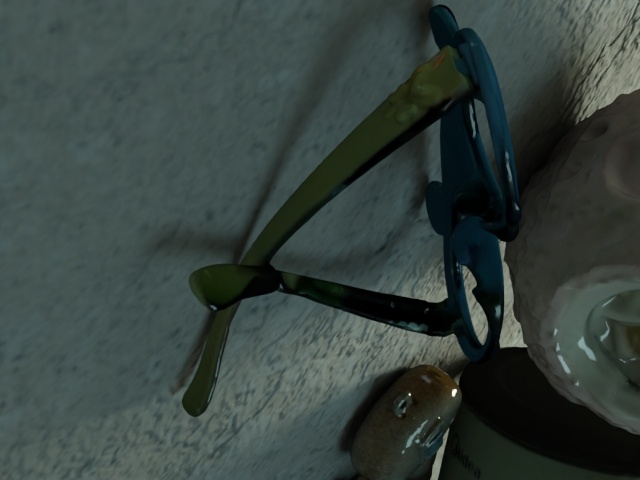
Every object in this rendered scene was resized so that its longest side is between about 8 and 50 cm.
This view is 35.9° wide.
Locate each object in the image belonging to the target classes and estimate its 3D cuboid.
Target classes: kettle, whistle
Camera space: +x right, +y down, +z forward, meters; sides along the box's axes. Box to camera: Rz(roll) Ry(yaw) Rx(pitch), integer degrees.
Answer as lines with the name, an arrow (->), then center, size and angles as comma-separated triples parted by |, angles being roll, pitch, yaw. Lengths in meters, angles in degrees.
kettle -> 0.225, 0.322, 0.854 | 0.250, 0.361, 0.376 | 1, 107, -20
whistle -> 0.076, 0.171, 0.832 | 0.107, 0.057, 0.220 | -46, 158, -17

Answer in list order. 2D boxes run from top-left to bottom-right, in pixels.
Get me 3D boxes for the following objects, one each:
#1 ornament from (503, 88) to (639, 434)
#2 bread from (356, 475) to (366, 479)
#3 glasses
ornament -> 0.263, 0.008, 0.688 | 0.225, 0.260, 0.259 | -51, 162, -41
bread -> 0.027, 0.254, 0.851 | 0.083, 0.070, 0.077 | -52, 154, 10
glasses -> 0.026, 0.022, 0.485 | 0.207, 0.102, 0.239 | -43, 155, -16
